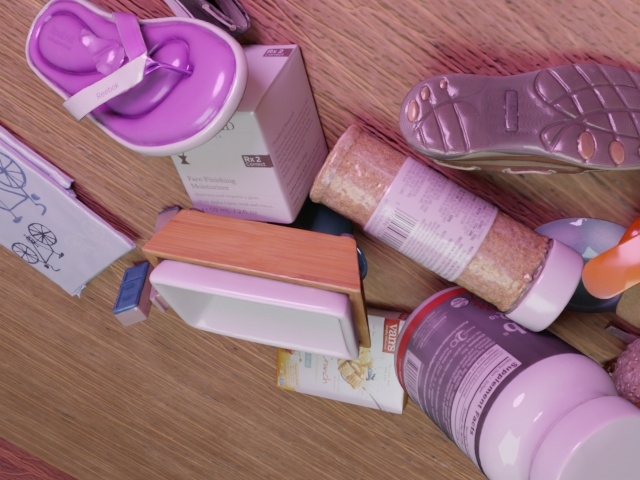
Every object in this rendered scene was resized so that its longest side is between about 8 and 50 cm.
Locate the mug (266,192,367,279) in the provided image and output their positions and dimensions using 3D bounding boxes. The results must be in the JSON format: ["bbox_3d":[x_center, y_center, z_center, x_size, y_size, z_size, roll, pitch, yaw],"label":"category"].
[{"bbox_3d":[-0.009,-0.002,1.156,0.130,0.097,0.157,-9,131,33],"label":"mug"}]

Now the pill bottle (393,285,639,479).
[{"bbox_3d":[0.271,0.219,1.040,0.210,0.210,0.363,53,174,-30],"label":"pill bottle"}]

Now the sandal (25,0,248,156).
[{"bbox_3d":[-0.257,-0.208,0.907,0.416,0.169,0.102,22,-175,38],"label":"sandal"}]

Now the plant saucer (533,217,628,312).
[{"bbox_3d":[0.372,0.050,1.067,0.195,0.037,0.195,14,140,12],"label":"plant saucer"}]

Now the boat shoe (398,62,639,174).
[{"bbox_3d":[0.256,-0.133,0.879,0.325,0.123,0.116,7,172,8],"label":"boat shoe"}]

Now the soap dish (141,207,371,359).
[{"bbox_3d":[-0.072,0.062,1.044,0.291,0.118,0.229,10,157,12],"label":"soap dish"}]

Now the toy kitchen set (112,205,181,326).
[{"bbox_3d":[-0.299,0.032,1.358,0.207,0.122,0.166,-19,126,16],"label":"toy kitchen set"}]

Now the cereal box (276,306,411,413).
[{"bbox_3d":[0.041,0.197,1.332,0.240,0.047,0.172,7,105,20],"label":"cereal box"}]

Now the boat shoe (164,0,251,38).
[{"bbox_3d":[-0.166,-0.326,0.895,0.070,0.077,0.219,-13,136,38],"label":"boat shoe"}]

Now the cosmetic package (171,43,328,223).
[{"bbox_3d":[-0.098,-0.141,1.001,0.151,0.151,0.183,4,137,24],"label":"cosmetic package"}]

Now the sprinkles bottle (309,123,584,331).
[{"bbox_3d":[0.164,-0.018,1.002,0.355,0.121,0.121,31,141,3],"label":"sprinkles bottle"}]

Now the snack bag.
[{"bbox_3d":[-0.534,-0.044,1.427,0.342,0.037,0.323,40,139,-18],"label":"snack bag"}]

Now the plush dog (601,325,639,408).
[{"bbox_3d":[0.477,0.259,1.082,0.211,0.225,0.262,-12,125,44],"label":"plush dog"}]

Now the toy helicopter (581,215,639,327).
[{"bbox_3d":[0.416,-0.047,0.813,0.140,0.235,0.355,41,131,32],"label":"toy helicopter"}]
